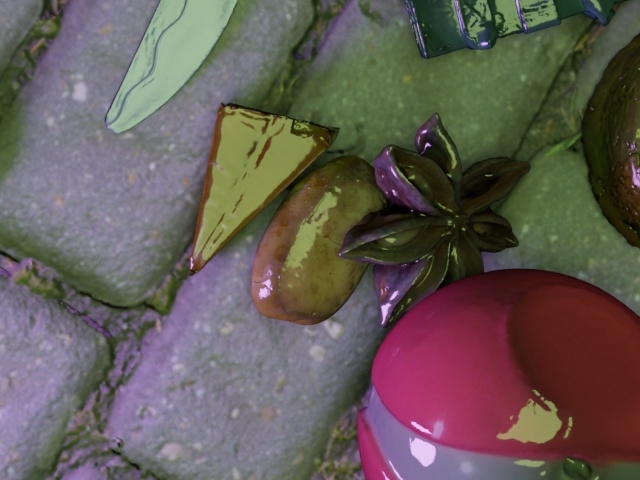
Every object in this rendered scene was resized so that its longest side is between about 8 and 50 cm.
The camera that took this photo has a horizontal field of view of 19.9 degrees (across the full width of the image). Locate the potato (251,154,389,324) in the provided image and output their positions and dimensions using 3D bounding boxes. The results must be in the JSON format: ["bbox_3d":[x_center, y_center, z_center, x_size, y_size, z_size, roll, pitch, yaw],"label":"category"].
[{"bbox_3d":[0.000,0.000,1.697,0.107,0.080,0.171,24,90,-23],"label":"potato"}]

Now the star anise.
[{"bbox_3d":[0.101,-0.008,1.676,0.212,0.073,0.197,24,89,-44],"label":"star anise"}]

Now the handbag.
[{"bbox_3d":[0.183,-0.268,1.701,0.229,0.062,0.179,-18,99,-2],"label":"handbag"}]

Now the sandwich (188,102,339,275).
[{"bbox_3d":[-0.054,-0.038,1.692,0.113,0.079,0.163,12,93,-4],"label":"sandwich"}]

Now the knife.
[{"bbox_3d":[-0.111,-0.246,1.696,0.080,0.044,0.331,19,100,-12],"label":"knife"}]

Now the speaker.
[{"bbox_3d":[0.178,0.177,1.645,0.294,0.294,0.294,0,95,-4],"label":"speaker"}]

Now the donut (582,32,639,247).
[{"bbox_3d":[0.390,-0.094,1.708,0.272,0.107,0.272,-1,96,-6],"label":"donut"}]
